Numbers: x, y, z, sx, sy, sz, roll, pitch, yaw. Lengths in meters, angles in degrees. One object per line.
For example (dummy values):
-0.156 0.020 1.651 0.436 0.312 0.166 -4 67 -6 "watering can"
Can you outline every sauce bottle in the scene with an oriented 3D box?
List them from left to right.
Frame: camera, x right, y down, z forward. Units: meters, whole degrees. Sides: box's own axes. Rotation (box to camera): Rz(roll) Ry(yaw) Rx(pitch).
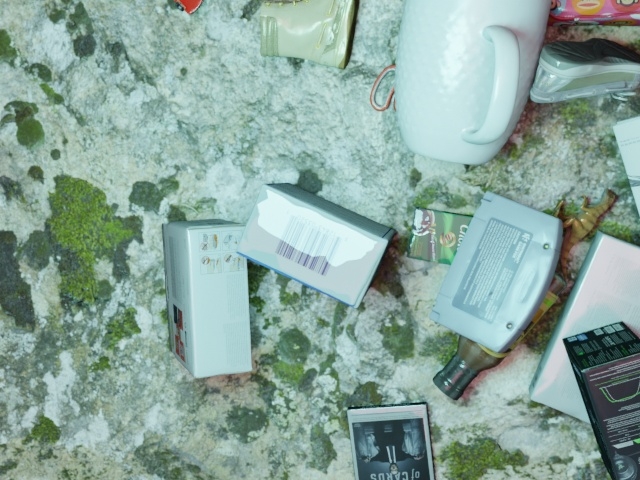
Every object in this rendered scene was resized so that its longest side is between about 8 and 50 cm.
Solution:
0.370 0.189 1.808 0.111 0.111 0.344 37 100 3 "sauce bottle"

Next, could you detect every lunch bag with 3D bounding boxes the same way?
0.577 -0.557 1.698 0.293 0.120 0.258 0 92 8 "lunch bag"

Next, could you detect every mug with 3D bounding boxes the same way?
0.287 -0.311 1.638 0.276 0.374 0.328 5 107 -12 "mug"

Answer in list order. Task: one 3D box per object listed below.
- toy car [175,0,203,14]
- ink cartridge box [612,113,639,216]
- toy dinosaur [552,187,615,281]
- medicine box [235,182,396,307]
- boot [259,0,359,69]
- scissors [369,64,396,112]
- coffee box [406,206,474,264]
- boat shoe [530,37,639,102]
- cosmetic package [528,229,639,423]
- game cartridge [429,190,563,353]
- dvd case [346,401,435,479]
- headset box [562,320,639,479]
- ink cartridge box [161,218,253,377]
-0.349 -0.617 1.863 0.239 0.053 0.225 13 97 7 "toy car"
0.716 -0.133 1.680 0.198 0.115 0.273 -19 93 -20 "ink cartridge box"
0.528 -0.024 1.784 0.112 0.064 0.211 34 100 3 "toy dinosaur"
0.000 0.000 1.754 0.263 0.289 0.149 25 97 6 "medicine box"
-0.023 -0.503 1.806 0.203 0.095 0.262 10 102 9 "boot"
0.205 -0.399 1.815 0.109 0.021 0.297 27 101 7 "scissors"
0.284 -0.004 1.835 0.184 0.040 0.113 11 96 7 "coffee box"
0.532 -0.321 1.668 0.118 0.320 0.103 47 133 35 "boat shoe"
0.636 0.205 1.775 0.284 0.097 0.377 23 99 8 "cosmetic package"
0.364 0.067 1.741 0.196 0.060 0.294 26 94 33 "game cartridge"
0.160 0.482 1.913 0.179 0.029 0.238 -6 94 10 "dvd case"
0.577 0.325 1.627 0.131 0.246 0.283 -19 95 10 "headset box"
-0.251 0.112 1.864 0.130 0.272 0.309 -5 97 -21 "ink cartridge box"
